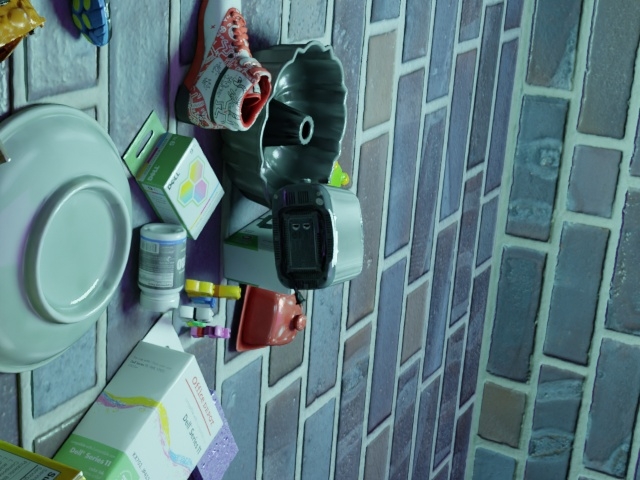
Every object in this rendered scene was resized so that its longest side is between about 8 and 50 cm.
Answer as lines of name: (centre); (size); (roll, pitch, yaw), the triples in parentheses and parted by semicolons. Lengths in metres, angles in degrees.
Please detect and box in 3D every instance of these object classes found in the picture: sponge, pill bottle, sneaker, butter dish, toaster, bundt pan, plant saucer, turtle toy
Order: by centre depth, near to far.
sneaker: (-0.313, -0.370, 1.598); (0.078, 0.067, 0.188); (-27, 123, -50)
plant saucer: (-0.377, 0.008, 1.621); (0.400, 0.100, 0.400); (-39, 136, -51)
pill bottle: (-0.267, 0.045, 1.882); (0.078, 0.078, 0.137); (-24, 123, -59)
sneaker: (-0.140, -0.314, 1.886); (0.090, 0.145, 0.270); (25, 79, -64)
toaster: (0.000, 0.000, 2.022); (0.146, 0.129, 0.227); (-8, 93, -60)
bundt pan: (-0.077, -0.216, 2.086); (0.331, 0.124, 0.331); (-38, 135, -51)
sponge: (-0.222, 0.397, 2.199); (0.117, 0.031, 0.210); (-57, 148, -35)
butter dish: (-0.083, 0.153, 2.259); (0.160, 0.118, 0.160); (-1, 103, -64)
turtle toy: (0.004, -0.115, 2.362); (0.130, 0.066, 0.095); (-68, 151, -16)

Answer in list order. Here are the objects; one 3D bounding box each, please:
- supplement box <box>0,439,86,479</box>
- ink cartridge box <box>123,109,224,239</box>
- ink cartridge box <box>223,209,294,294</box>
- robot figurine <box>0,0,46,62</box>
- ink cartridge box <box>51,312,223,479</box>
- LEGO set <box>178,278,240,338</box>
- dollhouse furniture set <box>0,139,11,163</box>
supplement box: (-0.464, 0.348, 1.316); (0.194, 0.356, 0.195); (-40, 136, -50)
ink cartridge box: (-0.242, -0.107, 1.875); (0.109, 0.062, 0.209); (-62, 150, -26)
ink cartridge box: (-0.071, 0.014, 2.180); (0.208, 0.153, 0.087); (-38, 133, -54)
robot figurine: (-0.461, -0.252, 1.293); (0.291, 0.085, 0.211); (-45, 111, -46)
ink cartridge box: (-0.288, 0.321, 1.926); (0.353, 0.119, 0.207); (-57, 147, -35)
LEGO set: (-0.188, 0.117, 1.986); (0.227, 0.093, 0.087); (89, 4, -77)
dollhouse furniture set: (-0.503, -0.121, 1.352); (0.182, 0.101, 0.161); (-43, 114, -48)
